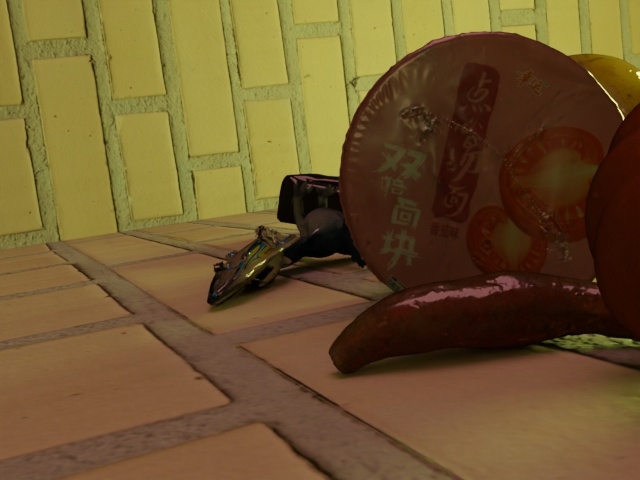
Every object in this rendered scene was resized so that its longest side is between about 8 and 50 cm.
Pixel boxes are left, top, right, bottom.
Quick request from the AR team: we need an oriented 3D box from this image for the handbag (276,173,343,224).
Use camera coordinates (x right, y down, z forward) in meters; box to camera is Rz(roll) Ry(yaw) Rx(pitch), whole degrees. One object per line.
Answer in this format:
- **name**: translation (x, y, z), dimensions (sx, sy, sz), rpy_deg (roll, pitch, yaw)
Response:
- **handbag**: translation (0.084, -0.069, 1.434), dimensions (0.257, 0.114, 0.285), rpy_deg (3, 3, 29)

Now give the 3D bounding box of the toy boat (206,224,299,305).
- **toy boat**: translation (-0.093, 0.038, 0.911), dimensions (0.084, 0.066, 0.210), rpy_deg (-41, 2, 24)

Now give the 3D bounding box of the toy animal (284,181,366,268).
- **toy animal**: translation (0.000, 0.000, 1.077), dimensions (0.239, 0.176, 0.255), rpy_deg (-6, -29, -19)

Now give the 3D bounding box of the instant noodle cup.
- **instant noodle cup**: translation (0.141, -0.048, 0.714), dimensions (0.243, 0.243, 0.231), rpy_deg (-7, -1, 3)

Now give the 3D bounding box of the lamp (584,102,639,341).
- **lamp**: translation (0.252, -0.019, 0.387), dimensions (0.223, 0.196, 0.223), rpy_deg (-30, 30, 19)

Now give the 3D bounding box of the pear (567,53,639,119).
- **pear**: translation (0.418, -0.147, 1.176), dimensions (0.284, 0.285, 0.336), rpy_deg (-7, 36, 6)

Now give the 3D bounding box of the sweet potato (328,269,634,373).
- **sweet potato**: translation (0.133, 0.053, 0.527), dimensions (0.255, 0.058, 0.078), rpy_deg (-4, 23, 7)
